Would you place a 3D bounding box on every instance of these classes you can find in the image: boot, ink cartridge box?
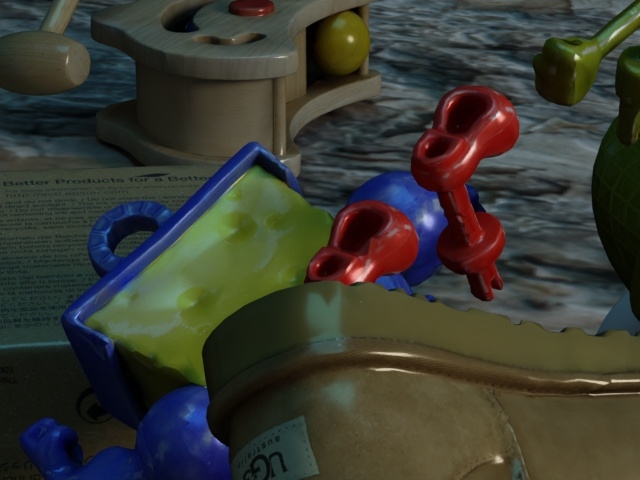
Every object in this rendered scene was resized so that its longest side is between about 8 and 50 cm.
[{"bbox_3d":[0.074,0.158,0.522,0.236,0.089,0.270,9,57,-32],"label":"boot"},{"bbox_3d":[-0.112,0.041,0.880,0.234,0.088,0.193,-3,23,-13],"label":"ink cartridge box"}]

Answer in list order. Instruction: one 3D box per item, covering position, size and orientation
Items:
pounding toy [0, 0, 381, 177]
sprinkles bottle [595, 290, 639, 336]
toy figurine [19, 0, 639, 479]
[{"bbox_3d":[-0.056,-0.130,1.188,0.154,0.155,0.269,15,26,34],"label":"pounding toy"},{"bbox_3d":[0.185,0.126,0.686,0.121,0.121,0.355,1,24,-6],"label":"sprinkles bottle"},{"bbox_3d":[0.000,0.000,0.719,0.217,0.191,0.362,26,64,41],"label":"toy figurine"}]
